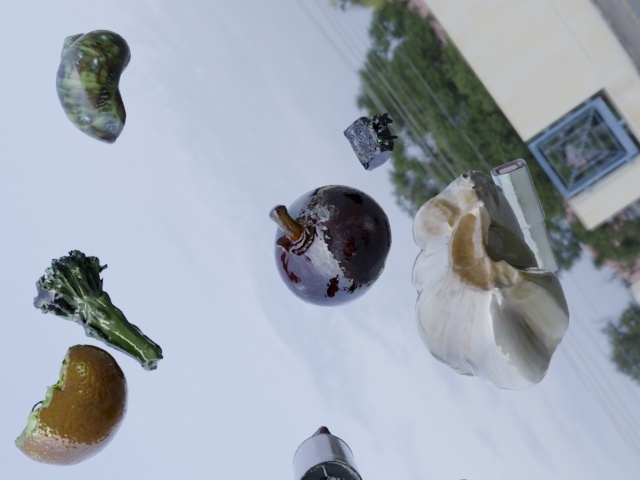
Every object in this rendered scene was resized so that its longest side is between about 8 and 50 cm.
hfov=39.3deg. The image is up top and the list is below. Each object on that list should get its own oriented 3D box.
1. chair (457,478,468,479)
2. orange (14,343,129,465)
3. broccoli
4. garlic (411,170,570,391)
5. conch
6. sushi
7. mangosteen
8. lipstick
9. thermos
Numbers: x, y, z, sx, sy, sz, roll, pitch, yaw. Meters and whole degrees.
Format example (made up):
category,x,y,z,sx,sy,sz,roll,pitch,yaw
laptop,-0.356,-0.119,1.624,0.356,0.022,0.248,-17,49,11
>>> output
category,x,y,z,sx,sy,sz,roll,pitch,yaw
chair,0.207,0.641,1.605,0.226,0.401,0.226,36,150,25
orange,-0.450,0.322,1.691,0.158,0.237,0.179,28,156,8
broccoli,-0.430,0.152,1.806,0.304,0.145,0.165,40,-175,16
garlic,0.205,0.068,1.134,0.203,0.185,0.281,29,-151,-45
conch,-0.405,-0.282,1.588,0.124,0.187,0.181,9,-137,-22
sushi,0.097,-0.184,1.640,0.056,0.085,0.083,7,-124,-39
mangosteen,0.000,0.000,1.651,0.261,0.235,0.235,23,-147,-44
lipstick,0.449,-0.047,1.952,0.079,0.077,0.252,-83,-29,-71
thermos,0.014,0.404,1.512,0.136,0.110,0.330,63,177,0
